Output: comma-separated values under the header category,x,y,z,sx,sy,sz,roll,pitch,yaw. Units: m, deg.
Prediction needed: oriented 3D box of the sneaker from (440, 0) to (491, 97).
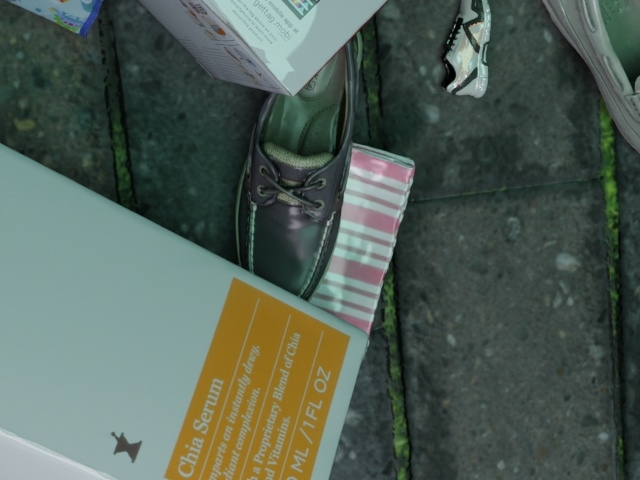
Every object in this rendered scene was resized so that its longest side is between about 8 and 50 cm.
category,x,y,z,sx,sy,sz,roll,pitch,yaw
sneaker,0.140,-0.192,1.178,0.043,0.040,0.109,-2,100,-13

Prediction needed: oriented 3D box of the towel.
category,x,y,z,sx,sy,sz,roll,pitch,yaw
towel,0.000,0.000,1.163,0.144,0.029,0.197,15,96,-2

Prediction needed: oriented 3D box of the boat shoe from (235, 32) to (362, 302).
category,x,y,z,sx,sy,sz,roll,pitch,yaw
boat shoe,-0.021,-0.073,1.096,0.102,0.092,0.285,13,95,3

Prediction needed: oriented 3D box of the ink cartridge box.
category,x,y,z,sx,sy,sz,roll,pitch,yaw
ink cartridge box,-0.007,-0.261,0.983,0.272,0.309,0.130,-46,108,-3

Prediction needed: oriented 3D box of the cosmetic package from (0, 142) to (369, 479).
category,x,y,z,sx,sy,sz,roll,pitch,yaw
cosmetic package,-0.205,0.099,1.026,0.453,0.161,0.230,27,58,-18

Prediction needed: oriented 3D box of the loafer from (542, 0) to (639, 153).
category,x,y,z,sx,sy,sz,roll,pitch,yaw
loafer,0.331,-0.167,1.196,0.112,0.111,0.319,-46,108,-3

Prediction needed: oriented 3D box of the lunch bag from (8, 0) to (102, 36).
category,x,y,z,sx,sy,sz,roll,pitch,yaw
lunch bag,-0.229,-0.271,1.037,0.128,0.096,0.151,22,64,-18
